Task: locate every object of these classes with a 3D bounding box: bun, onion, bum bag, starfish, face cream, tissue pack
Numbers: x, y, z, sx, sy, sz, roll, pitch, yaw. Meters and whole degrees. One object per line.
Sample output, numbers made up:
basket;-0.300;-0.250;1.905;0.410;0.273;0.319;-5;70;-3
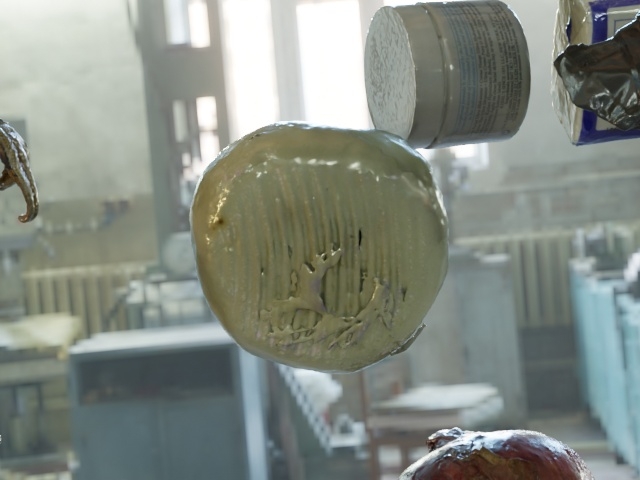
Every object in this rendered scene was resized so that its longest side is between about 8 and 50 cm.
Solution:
bun;-0.004;0.004;1.602;0.272;0.273;0.168;-5;19;-10
onion;0.196;0.332;1.834;0.276;0.276;0.276;-5;3;0
bum bag;0.285;-0.151;1.290;0.197;0.087;0.049;-29;-28;-15
starfish;-0.360;-0.098;1.631;0.074;0.190;0.146;-49;-15;7
face cream;0.151;-0.199;1.899;0.152;0.177;0.177;-5;2;-19
tissue pack;0.404;-0.227;1.783;0.269;0.137;0.209;-9;-42;-4
